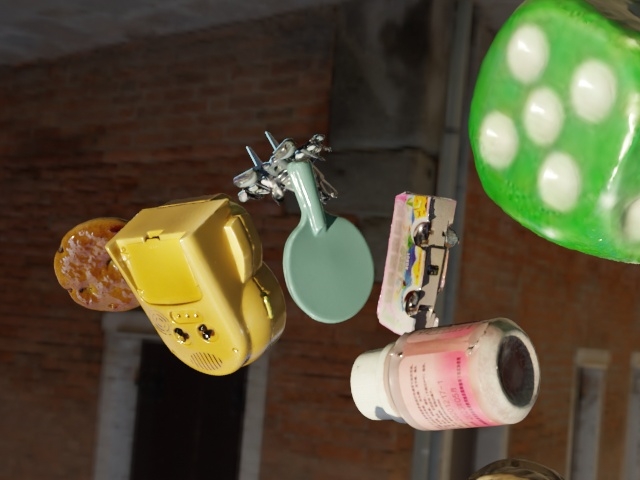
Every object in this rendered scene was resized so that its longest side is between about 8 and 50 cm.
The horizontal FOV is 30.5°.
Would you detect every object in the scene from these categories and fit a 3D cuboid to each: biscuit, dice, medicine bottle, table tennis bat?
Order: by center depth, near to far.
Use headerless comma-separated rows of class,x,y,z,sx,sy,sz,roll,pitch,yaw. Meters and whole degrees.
dice,0.394,-0.154,1.525,0.297,0.300,0.287,-1,-149,-33
medicine bottle,0.164,0.185,1.589,0.247,0.147,0.147,-13,165,42
table tennis bat,0.000,0.000,1.659,0.149,0.237,0.038,-20,-174,-32
biscuit,-0.397,0.049,2.225,0.212,0.212,0.036,5,-151,-5

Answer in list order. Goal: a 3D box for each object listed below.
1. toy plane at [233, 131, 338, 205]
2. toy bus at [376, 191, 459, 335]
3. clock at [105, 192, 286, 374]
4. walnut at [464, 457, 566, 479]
toy plane,-0.031,-0.095,1.842,0.169,0.078,0.246,-36,146,17
toy bus,0.186,0.048,2.239,0.112,0.274,0.090,12,-175,44
clock,-0.202,0.088,2.077,0.244,0.317,0.200,-3,-154,40
walnut,0.325,0.480,1.929,0.273,0.227,0.273,16,142,13
